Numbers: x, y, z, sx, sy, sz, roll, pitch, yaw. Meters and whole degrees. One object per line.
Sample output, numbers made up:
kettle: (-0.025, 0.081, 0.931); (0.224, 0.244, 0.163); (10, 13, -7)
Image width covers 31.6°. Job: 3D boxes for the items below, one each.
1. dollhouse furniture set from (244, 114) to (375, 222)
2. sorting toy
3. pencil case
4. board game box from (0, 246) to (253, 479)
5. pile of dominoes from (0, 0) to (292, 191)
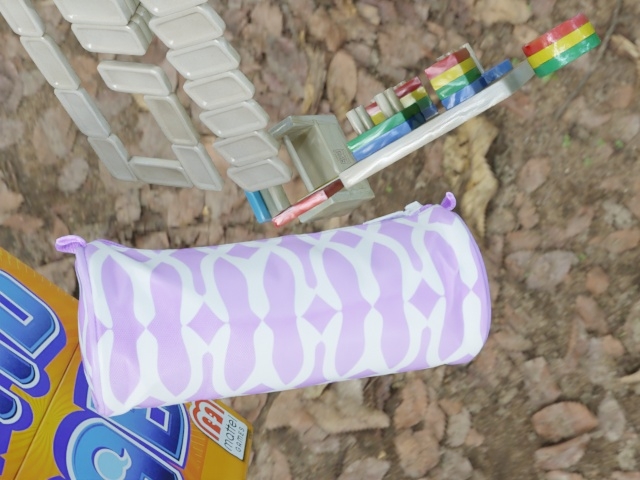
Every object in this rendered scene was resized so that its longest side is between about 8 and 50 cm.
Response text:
dollhouse furniture set: (0.000, 0.000, 1.004); (0.129, 0.129, 0.184); (-11, 73, -58)
sorting toy: (0.072, -0.096, 0.812); (0.274, 0.132, 0.046); (-29, 94, 24)
pencil case: (-0.018, 0.029, 0.547); (0.206, 0.086, 0.088); (-7, 84, -17)
board game box: (-0.307, 0.250, 0.848); (0.356, 0.356, 0.356); (38, 108, -13)
pile of dominoes: (-0.127, -0.130, 0.871); (0.196, 0.251, 0.040); (8, 57, 26)
